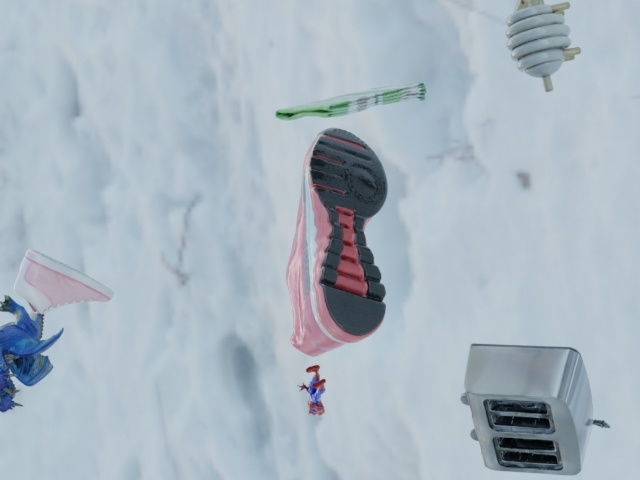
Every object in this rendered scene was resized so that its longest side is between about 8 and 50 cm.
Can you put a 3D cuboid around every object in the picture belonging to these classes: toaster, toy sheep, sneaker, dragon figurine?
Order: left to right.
[{"bbox_3d":[-0.430,0.156,2.092,0.144,0.289,0.085,32,121,18],"label":"dragon figurine"},{"bbox_3d":[-0.324,0.065,1.788,0.051,0.134,0.070,22,85,49],"label":"sneaker"},{"bbox_3d":[-0.001,0.000,1.780,0.136,0.116,0.314,-39,39,45],"label":"sneaker"},{"bbox_3d":[0.298,0.236,2.014,0.185,0.110,0.168,1,132,22],"label":"toaster"},{"bbox_3d":[0.279,-0.253,1.818,0.091,0.091,0.132,-28,73,58],"label":"toy sheep"}]

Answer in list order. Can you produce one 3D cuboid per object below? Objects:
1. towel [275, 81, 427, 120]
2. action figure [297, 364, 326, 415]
[{"bbox_3d":[0.037,-0.160,1.695,0.113,0.152,0.023,0,104,55],"label":"towel"},{"bbox_3d":[-0.009,0.204,1.890,0.038,0.030,0.115,60,166,28],"label":"action figure"}]
